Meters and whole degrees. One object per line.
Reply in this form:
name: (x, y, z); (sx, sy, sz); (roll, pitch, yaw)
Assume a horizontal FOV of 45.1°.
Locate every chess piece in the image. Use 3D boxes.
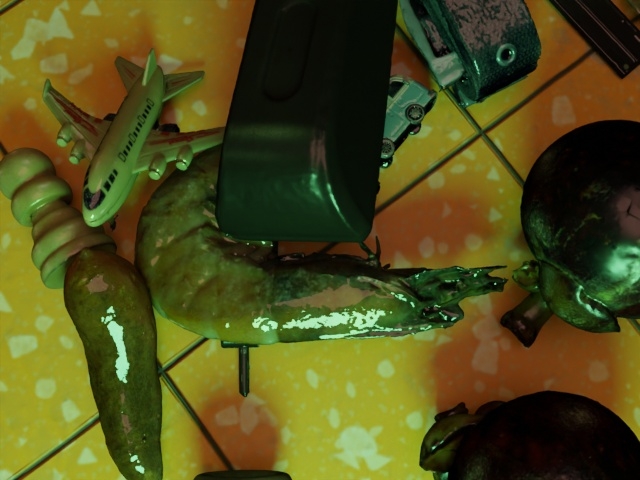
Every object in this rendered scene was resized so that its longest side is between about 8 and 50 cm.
chess piece: (-0.322, -0.037, 0.918); (0.094, 0.094, 0.170); (-31, 76, -6)

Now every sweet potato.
sweet potato: (-0.223, 0.143, 0.880); (0.097, 0.097, 0.292); (-12, 100, -3)

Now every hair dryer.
hair dryer: (-0.095, 0.146, 0.924); (0.047, 0.026, 0.083); (-3, 88, 0)

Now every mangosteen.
mangosteen: (0.223, 0.261, 0.833); (0.228, 0.228, 0.265); (-51, 45, -8)
mangosteen: (0.308, 0.002, 0.879); (0.289, 0.231, 0.231); (-42, 83, 28)

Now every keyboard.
keyboard: (0.349, -0.304, 1.012); (0.067, 0.011, 0.202); (-40, 84, -9)

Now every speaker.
speaker: (-0.024, -0.205, 0.857); (0.180, 0.184, 0.388); (1, 67, 16)

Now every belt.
belt: (0.166, -0.279, 0.946); (0.128, 0.122, 0.218); (-26, 83, -3)

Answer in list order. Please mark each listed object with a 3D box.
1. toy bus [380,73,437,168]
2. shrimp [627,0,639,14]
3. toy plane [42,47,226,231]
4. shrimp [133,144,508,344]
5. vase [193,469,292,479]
toy bus: (0.082, -0.149, 0.956); (0.075, 0.060, 0.123); (40, 84, 8)
shrimp: (0.503, -0.308, 0.991); (0.168, 0.077, 0.317); (-36, 79, 3)
toy plane: (-0.226, -0.120, 0.913); (0.242, 0.104, 0.256); (12, 65, 1)
shrimp: (0.000, 0.000, 0.917); (0.445, 0.085, 0.272); (6, 71, 6)
vase: (-0.087, 0.405, 0.826); (0.143, 0.143, 0.299); (-1, 78, -2)
